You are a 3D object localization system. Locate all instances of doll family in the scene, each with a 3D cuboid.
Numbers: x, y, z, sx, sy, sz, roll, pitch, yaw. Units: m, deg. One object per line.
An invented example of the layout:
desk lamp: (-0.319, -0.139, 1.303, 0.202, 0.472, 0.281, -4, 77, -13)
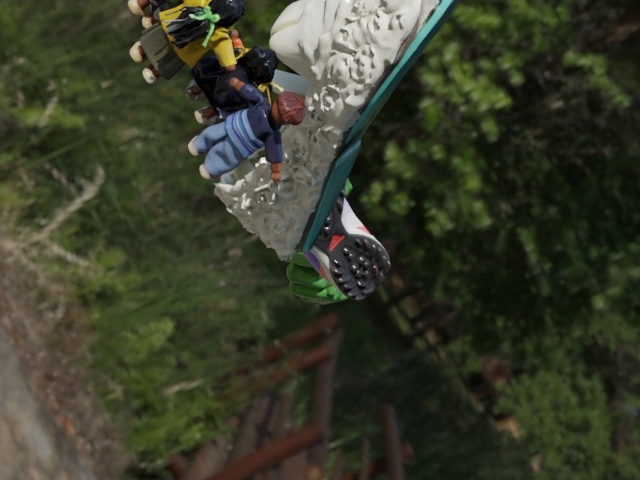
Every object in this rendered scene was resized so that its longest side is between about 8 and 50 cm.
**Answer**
doll family: (-0.076, -0.135, 0.999, 0.193, 0.111, 0.076, 57, 36, -10)

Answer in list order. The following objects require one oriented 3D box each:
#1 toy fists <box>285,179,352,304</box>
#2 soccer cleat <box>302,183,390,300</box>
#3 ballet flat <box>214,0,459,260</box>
toy fists: (0.000, 0.000, 1.998, 0.096, 0.142, 0.279, 23, -25, 23)
soccer cleat: (-0.014, -0.039, 1.698, 0.116, 0.108, 0.318, 38, -10, 40)
ballet flat: (-0.004, -0.128, 1.165, 0.147, 0.147, 0.409, 67, -33, 27)
